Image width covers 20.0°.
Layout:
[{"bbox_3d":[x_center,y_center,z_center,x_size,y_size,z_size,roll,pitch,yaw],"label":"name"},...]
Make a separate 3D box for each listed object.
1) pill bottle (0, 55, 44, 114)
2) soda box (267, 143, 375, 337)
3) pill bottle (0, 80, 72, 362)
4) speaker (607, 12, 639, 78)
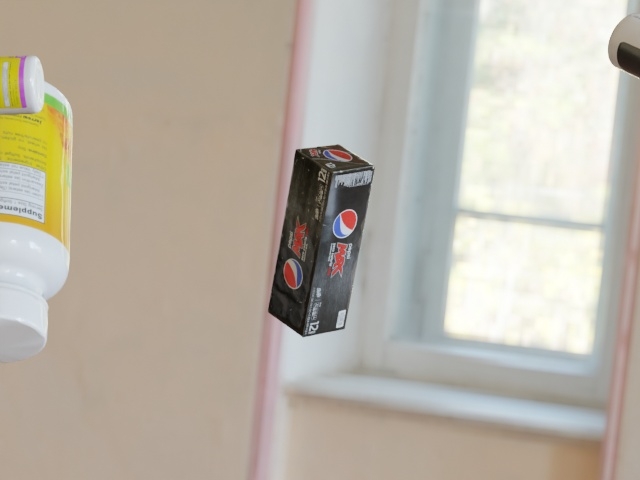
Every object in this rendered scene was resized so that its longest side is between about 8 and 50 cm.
[{"bbox_3d":[-0.248,-0.114,1.341,0.083,0.043,0.043,-2,4,2],"label":"pill bottle"},{"bbox_3d":[0.000,0.000,1.670,0.053,0.169,0.060,-8,29,-38],"label":"soda box"},{"bbox_3d":[-0.297,-0.019,1.662,0.136,0.246,0.136,-2,-28,-1],"label":"pill bottle"},{"bbox_3d":[0.319,-0.155,1.600,0.055,0.055,0.136,3,22,-40],"label":"speaker"}]
